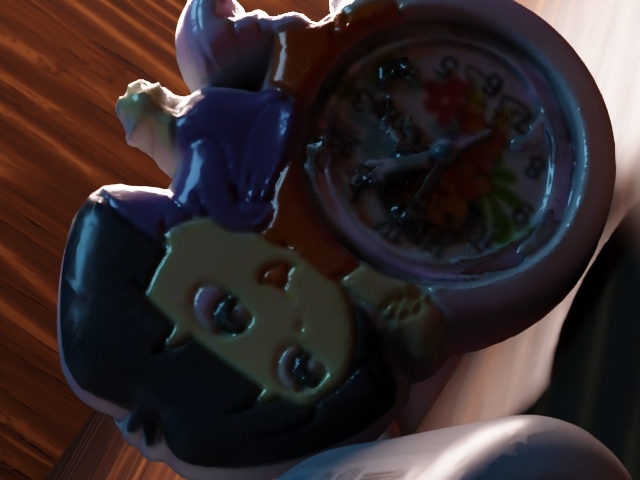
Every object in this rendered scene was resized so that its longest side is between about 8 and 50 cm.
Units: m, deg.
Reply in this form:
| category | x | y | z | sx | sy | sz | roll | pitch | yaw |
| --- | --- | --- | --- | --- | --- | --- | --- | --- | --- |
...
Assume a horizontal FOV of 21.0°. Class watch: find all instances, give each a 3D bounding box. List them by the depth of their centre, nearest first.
| category | x | y | z | sx | sy | sz | roll | pitch | yaw |
| --- | --- | --- | --- | --- | --- | --- | --- | --- | --- |
| watch | 0.000 | 0.000 | 0.760 | 0.244 | 0.196 | 0.231 | -61 | 1 | -11 |

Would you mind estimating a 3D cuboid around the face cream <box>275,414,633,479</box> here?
| category | x | y | z | sx | sy | sz | roll | pitch | yaw |
| --- | --- | --- | --- | --- | --- | --- | --- | --- | --- |
| face cream | -0.008 | 0.140 | 0.559 | 0.163 | 0.080 | 0.336 | -59 | 7 | -16 |
